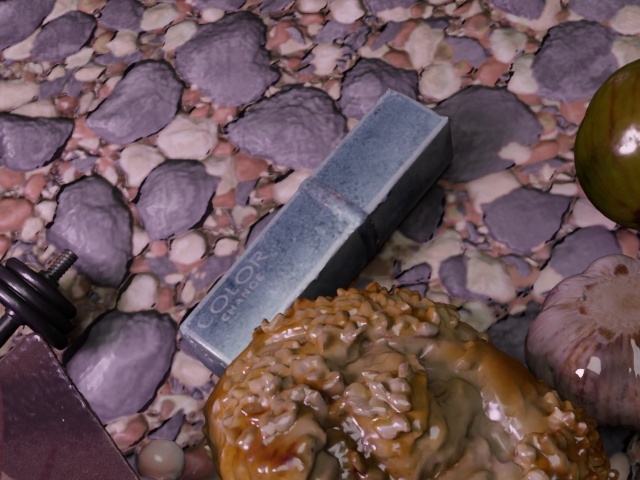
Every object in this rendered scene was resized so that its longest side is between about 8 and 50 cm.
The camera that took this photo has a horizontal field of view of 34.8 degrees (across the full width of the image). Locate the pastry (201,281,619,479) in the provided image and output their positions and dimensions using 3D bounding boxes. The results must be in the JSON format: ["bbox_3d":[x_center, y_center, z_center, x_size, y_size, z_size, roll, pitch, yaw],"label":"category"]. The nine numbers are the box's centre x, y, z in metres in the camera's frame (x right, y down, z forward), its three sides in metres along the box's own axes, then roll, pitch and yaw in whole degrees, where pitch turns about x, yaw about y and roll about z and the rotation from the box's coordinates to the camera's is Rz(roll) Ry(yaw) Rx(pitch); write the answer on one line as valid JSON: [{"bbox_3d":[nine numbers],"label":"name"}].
[{"bbox_3d":[0.062,0.150,0.700,0.311,0.162,0.255,41,46,23],"label":"pastry"}]

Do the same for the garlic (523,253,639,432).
[{"bbox_3d":[0.233,0.080,0.774,0.159,0.102,0.147,-37,47,-23],"label":"garlic"}]

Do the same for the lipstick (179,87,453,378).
[{"bbox_3d":[0.000,0.000,0.875,0.077,0.076,0.290,34,72,24],"label":"lipstick"}]

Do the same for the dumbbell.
[{"bbox_3d":[-0.281,0.089,0.867,0.099,0.099,0.208,32,72,25],"label":"dumbbell"}]

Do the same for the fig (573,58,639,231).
[{"bbox_3d":[0.297,-0.125,0.853,0.151,0.151,0.259,8,59,15],"label":"fig"}]

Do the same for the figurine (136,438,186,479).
[{"bbox_3d":[-0.161,0.235,0.740,0.275,0.133,0.200,6,68,18],"label":"figurine"}]

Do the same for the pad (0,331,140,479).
[{"bbox_3d":[-0.239,0.239,0.699,0.330,0.004,0.220,-41,80,20],"label":"pad"}]
